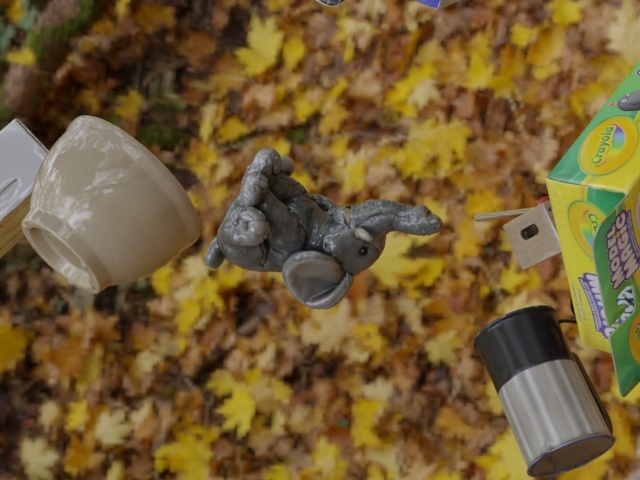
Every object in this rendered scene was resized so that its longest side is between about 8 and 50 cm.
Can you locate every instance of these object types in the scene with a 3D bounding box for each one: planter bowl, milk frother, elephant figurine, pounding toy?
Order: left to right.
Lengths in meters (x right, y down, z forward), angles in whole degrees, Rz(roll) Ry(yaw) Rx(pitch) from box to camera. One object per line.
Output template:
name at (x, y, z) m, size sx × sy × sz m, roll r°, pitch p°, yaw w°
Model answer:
planter bowl at (-0.207, -0.020, 1.130) m, size 0.109 × 0.162 × 0.162 m, roll -49°, pitch 13°, yaw -25°
elephant figurine at (0.000, 0.000, 1.518) m, size 0.186 × 0.239 × 0.169 m, roll 169°, pitch 125°, yaw -80°
pounding toy at (0.316, -0.027, 1.701) m, size 0.100 × 0.130 × 0.141 m, roll 67°, pitch 154°, yaw 6°
milk frother at (0.231, 0.118, 1.087) m, size 0.143 × 0.129 × 0.135 m, roll -52°, pitch 49°, yaw 44°

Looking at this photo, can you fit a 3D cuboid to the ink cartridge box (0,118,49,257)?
ink cartridge box at (-0.405, -0.061, 1.565) m, size 0.153 × 0.087 × 0.208 m, roll -44°, pitch 1°, yaw -9°

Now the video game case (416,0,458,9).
video game case at (0.100, -0.366, 1.459) m, size 0.269 × 0.244 × 0.061 m, roll 26°, pitch 125°, yaw 29°

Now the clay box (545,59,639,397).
clay box at (0.195, -0.032, 0.680) m, size 0.053 × 0.222 × 0.127 m, roll 16°, pitch 140°, yaw 38°

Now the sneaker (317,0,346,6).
sneaker at (0.059, -0.217, 0.814) m, size 0.090 × 0.235 × 0.095 m, roll 30°, pitch 119°, yaw 19°
